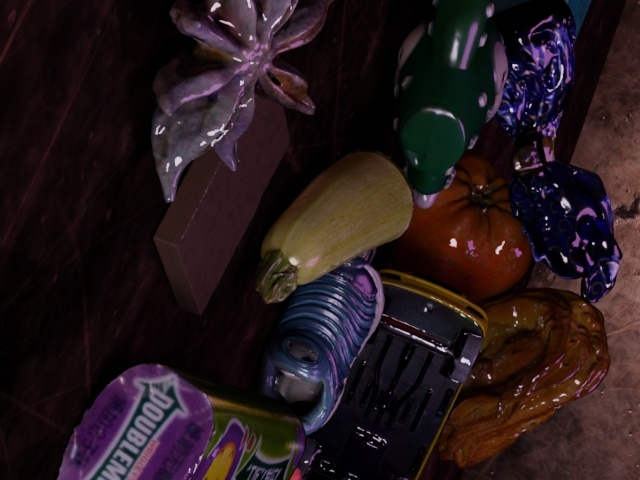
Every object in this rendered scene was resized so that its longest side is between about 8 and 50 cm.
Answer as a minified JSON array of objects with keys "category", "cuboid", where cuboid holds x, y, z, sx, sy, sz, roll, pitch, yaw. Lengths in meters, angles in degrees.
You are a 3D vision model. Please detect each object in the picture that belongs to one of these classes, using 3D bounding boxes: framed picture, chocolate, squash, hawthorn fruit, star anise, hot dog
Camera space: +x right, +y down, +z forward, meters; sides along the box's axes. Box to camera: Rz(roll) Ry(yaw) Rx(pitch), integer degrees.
[{"category":"framed picture","cuboid":[-0.073,-0.042,1.280,0.128,0.023,0.168,80,33,-64]},{"category":"chocolate","cuboid":[0.248,-0.088,1.848,0.148,0.126,0.343,-34,112,-55]},{"category":"squash","cuboid":[0.000,0.000,1.503,0.224,0.094,0.094,-42,149,-53]},{"category":"hawthorn fruit","cuboid":[0.162,-0.009,1.952,0.189,0.189,0.189,20,90,-77]},{"category":"star anise","cuboid":[-0.051,-0.129,1.122,0.181,0.061,0.204,-11,124,-49]},{"category":"hot dog","cuboid":[0.205,0.159,1.927,0.259,0.114,0.175,-39,-145,34]}]

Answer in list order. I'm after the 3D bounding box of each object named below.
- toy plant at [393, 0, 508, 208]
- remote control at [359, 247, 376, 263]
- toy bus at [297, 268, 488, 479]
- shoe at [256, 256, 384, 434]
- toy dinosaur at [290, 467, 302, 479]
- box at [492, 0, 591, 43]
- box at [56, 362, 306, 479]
[{"category":"toy plant","cuboid":[0.131,-0.163,1.703,0.232,0.113,0.243,95,9,-64]},{"category":"remote control","cuboid":[0.036,0.008,1.772,0.166,0.029,0.065,80,33,-73]},{"category":"toy bus","cuboid":[0.078,0.162,1.872,0.151,0.145,0.331,-61,173,-56]},{"category":"shoe","cuboid":[-0.005,0.105,1.607,0.106,0.092,0.207,-48,159,-70]},{"category":"toy dinosaur","cuboid":[-0.092,0.363,1.738,0.286,0.070,0.139,-65,156,-5]},{"category":"box","cuboid":[0.274,-0.343,2.006,0.205,0.118,0.311,52,60,-77]},{"category":"box","cuboid":[-0.101,0.174,1.335,0.134,0.097,0.345,-61,166,-2]}]
